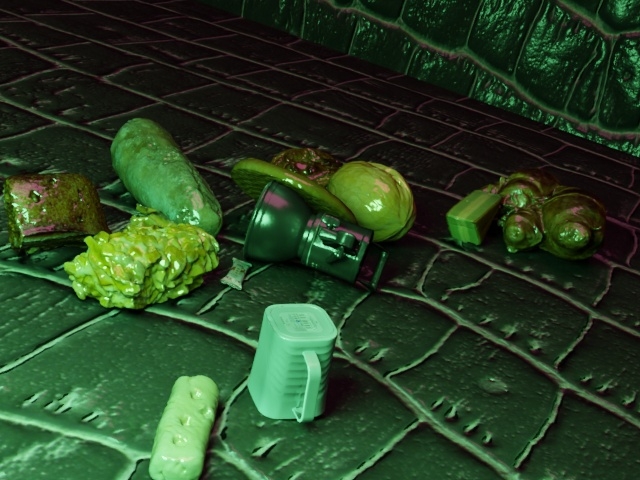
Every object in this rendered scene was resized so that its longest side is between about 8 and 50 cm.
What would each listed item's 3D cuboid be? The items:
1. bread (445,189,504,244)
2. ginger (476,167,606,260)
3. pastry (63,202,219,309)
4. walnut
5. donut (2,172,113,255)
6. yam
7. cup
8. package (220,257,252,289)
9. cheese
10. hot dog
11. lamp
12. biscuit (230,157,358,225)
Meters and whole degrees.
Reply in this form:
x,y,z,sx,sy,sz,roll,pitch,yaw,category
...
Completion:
x,y,z,sx,sy,sz,roll,pitch,yaw,category
0.329,-0.073,2.113,0.074,0.084,0.139,17,61,29,bread
0.492,-0.059,2.204,0.274,0.153,0.357,2,23,-31,ginger
-0.262,0.027,1.505,0.154,0.102,0.250,29,24,21,pastry
0.099,-0.075,1.963,0.159,0.159,0.206,-3,27,-41,walnut
-0.392,-0.042,1.514,0.186,0.126,0.144,-12,-5,-35,donut
-0.271,-0.098,1.798,0.133,0.133,0.330,0,30,-36,yam
-0.032,0.167,1.291,0.095,0.130,0.128,0,28,-21,cup
-0.139,0.054,1.649,0.037,0.015,0.110,25,19,-2,package
-0.159,0.221,1.177,0.064,0.043,0.194,10,23,-3,cheese
-0.016,-0.129,2.099,0.160,0.099,0.226,30,27,34,hot dog
0.000,0.000,1.689,0.227,0.147,0.172,19,-13,8,lamp
-0.046,-0.078,1.836,0.262,0.037,0.262,25,-12,6,biscuit
